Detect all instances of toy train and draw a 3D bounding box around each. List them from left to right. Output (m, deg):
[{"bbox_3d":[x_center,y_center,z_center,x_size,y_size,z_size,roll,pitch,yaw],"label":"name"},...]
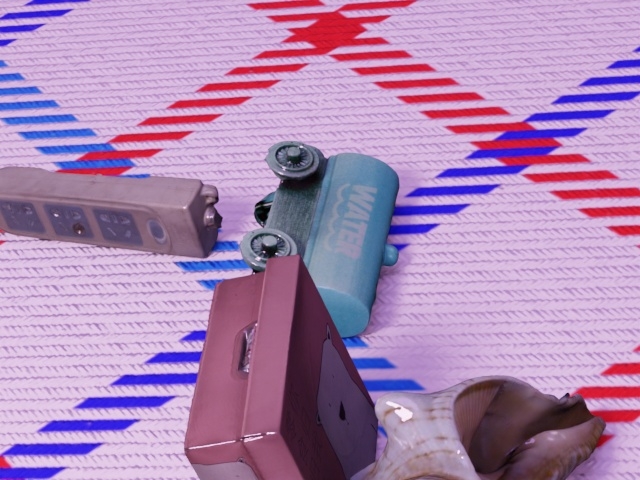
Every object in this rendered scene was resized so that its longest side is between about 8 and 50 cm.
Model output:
[{"bbox_3d":[0.000,0.000,1.792,0.159,0.101,0.248,12,44,4],"label":"toy train"}]

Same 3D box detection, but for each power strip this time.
[{"bbox_3d":[-0.236,-0.034,1.890,0.286,0.080,0.048,7,45,22],"label":"power strip"}]

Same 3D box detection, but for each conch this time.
[{"bbox_3d":[0.105,0.210,1.460,0.169,0.203,0.386,-13,15,26],"label":"conch"}]

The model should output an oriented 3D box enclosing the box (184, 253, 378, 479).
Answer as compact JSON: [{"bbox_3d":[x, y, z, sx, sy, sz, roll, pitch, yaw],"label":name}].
[{"bbox_3d":[-0.028,0.163,1.510,0.086,0.215,0.215,-13,39,16],"label":"box"}]
